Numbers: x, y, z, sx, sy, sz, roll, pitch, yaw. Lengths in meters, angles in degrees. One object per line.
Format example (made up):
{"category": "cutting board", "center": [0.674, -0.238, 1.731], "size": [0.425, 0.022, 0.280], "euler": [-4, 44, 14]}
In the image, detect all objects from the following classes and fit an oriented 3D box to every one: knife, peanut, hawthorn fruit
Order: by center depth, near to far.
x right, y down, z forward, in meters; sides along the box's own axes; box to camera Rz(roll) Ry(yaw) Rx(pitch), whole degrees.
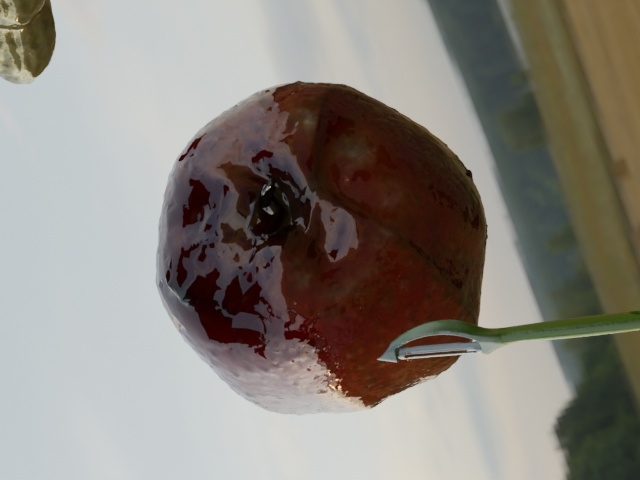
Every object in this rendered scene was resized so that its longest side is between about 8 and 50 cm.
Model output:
{"category": "knife", "center": [0.123, 0.058, 1.136], "size": [0.022, 0.184, 0.026], "euler": [-54, -45, -69]}
{"category": "hawthorn fruit", "center": [0.000, 0.000, 1.320], "size": [0.300, 0.254, 0.254], "euler": [70, -179, -75]}
{"category": "peanut", "center": [-0.262, -0.201, 1.511], "size": [0.187, 0.082, 0.082], "euler": [96, 160, -60]}
